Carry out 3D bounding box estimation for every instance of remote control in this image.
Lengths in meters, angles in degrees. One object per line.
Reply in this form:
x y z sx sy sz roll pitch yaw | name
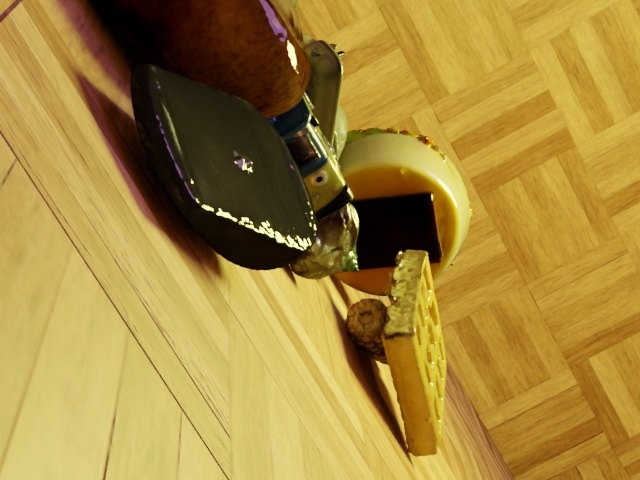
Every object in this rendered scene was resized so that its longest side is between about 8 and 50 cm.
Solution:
-0.015 -0.127 1.799 0.090 0.038 0.309 -128 -143 -47 | remote control

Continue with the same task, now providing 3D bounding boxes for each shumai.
-0.017 -0.008 1.694 0.099 0.124 0.087 35 15 28 | shumai

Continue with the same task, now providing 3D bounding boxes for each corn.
0.092 0.151 2.044 0.079 0.079 0.237 64 2 21 | corn

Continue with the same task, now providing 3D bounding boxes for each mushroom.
-0.105 -0.288 1.387 0.345 0.259 0.345 58 5 -8 | mushroom

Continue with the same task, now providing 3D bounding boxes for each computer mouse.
-0.102 -0.058 1.229 0.295 0.087 0.168 23 44 -61 | computer mouse

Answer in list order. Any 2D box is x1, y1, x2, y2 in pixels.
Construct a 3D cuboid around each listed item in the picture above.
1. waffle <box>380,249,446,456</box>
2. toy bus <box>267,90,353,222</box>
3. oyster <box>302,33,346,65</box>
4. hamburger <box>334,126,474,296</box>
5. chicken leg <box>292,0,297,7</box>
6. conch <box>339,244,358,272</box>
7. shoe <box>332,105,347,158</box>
0.146 0.166 1.955 0.248 0.055 0.221 -76 155 -59 | waffle
-0.078 -0.151 1.611 0.175 0.138 0.288 58 6 -44 | toy bus
-0.047 -0.217 1.993 0.337 0.197 0.133 -99 175 -52 | oyster
0.114 -0.049 2.177 0.179 0.276 0.294 -68 147 -68 | hamburger
-0.105 -0.355 2.380 0.201 0.153 0.429 19 42 -38 | chicken leg
0.004 -0.001 2.010 0.201 0.079 0.095 -126 -157 -61 | conch
0.008 -0.155 2.060 0.079 0.078 0.195 32 56 -17 | shoe
